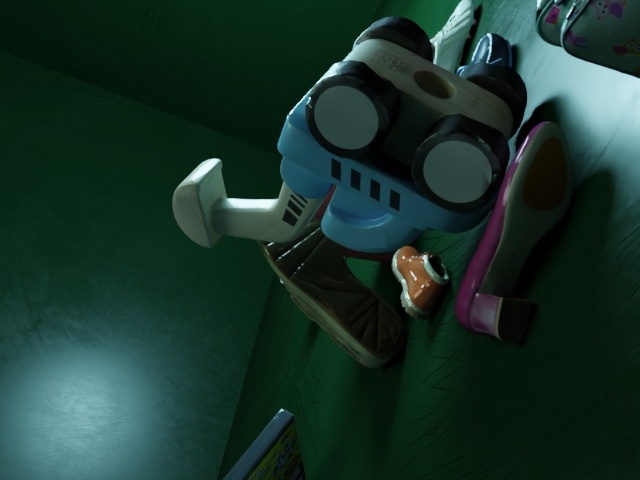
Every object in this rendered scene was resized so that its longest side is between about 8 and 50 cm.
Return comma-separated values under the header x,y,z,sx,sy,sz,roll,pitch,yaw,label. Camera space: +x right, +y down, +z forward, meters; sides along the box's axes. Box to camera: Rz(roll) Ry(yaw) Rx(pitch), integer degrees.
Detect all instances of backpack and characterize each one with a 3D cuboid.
x,y,z,sx,sy,sz,roll,pitch,yaw,label
0.273,-0.221,0.505,0.188,0.165,0.145,114,169,-47,backpack

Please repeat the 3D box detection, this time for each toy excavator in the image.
x,y,z,sx,sy,sz,roll,pitch,yaw,label
0.011,-0.087,0.942,0.222,0.432,0.445,-58,-6,-48,toy excavator

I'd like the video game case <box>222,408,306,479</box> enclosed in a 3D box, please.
x,y,z,sx,sy,sz,roll,pitch,yaw,label
-0.125,0.478,1.181,0.275,0.035,0.248,-46,-35,-36,video game case

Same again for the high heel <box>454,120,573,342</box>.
x,y,z,sx,sy,sz,roll,pitch,yaw,label
0.208,-0.011,0.739,0.117,0.082,0.244,-158,75,-72,high heel

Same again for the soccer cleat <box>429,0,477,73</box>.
x,y,z,sx,sy,sz,roll,pitch,yaw,label
0.257,-0.404,1.313,0.068,0.076,0.197,157,133,-78,soccer cleat

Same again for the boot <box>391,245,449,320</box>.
x,y,z,sx,sy,sz,roll,pitch,yaw,label
0.159,0.044,1.019,0.158,0.059,0.085,-100,33,-57,boot

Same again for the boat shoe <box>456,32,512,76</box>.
x,y,z,sx,sy,sz,roll,pitch,yaw,label
0.232,-0.220,1.016,0.109,0.088,0.259,129,159,-66,boat shoe

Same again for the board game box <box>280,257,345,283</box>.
x,y,z,sx,sy,sz,roll,pitch,yaw,label
0.000,0.000,1.802,0.142,0.144,0.276,-134,65,-81,board game box

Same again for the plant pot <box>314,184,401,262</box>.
x,y,z,sx,sy,sz,roll,pitch,yaw,label
0.057,-0.084,1.298,0.275,0.243,0.275,-160,90,-81,plant pot

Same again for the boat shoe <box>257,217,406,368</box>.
x,y,z,sx,sy,sz,roll,pitch,yaw,label
-0.003,0.080,1.121,0.121,0.341,0.110,-32,-18,-27,boat shoe
